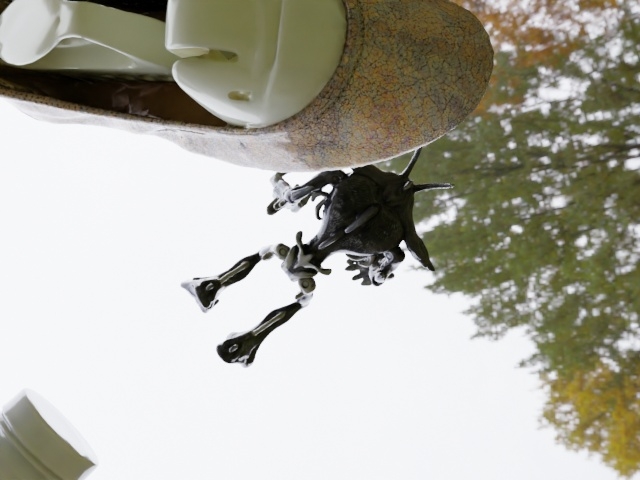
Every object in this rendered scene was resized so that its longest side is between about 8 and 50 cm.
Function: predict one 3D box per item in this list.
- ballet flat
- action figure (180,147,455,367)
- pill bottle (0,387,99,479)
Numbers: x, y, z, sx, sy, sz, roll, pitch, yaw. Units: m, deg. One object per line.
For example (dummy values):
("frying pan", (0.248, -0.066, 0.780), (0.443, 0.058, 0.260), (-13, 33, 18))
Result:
("ballet flat", (-0.073, -0.097, 0.430), (0.106, 0.316, 0.107), (18, -103, -64))
("action figure", (0.000, 0.000, 0.795), (0.164, 0.276, 0.141), (53, -169, -9))
("pill bottle", (-0.212, 0.165, 0.471), (0.160, 0.087, 0.087), (-43, -69, -12))
